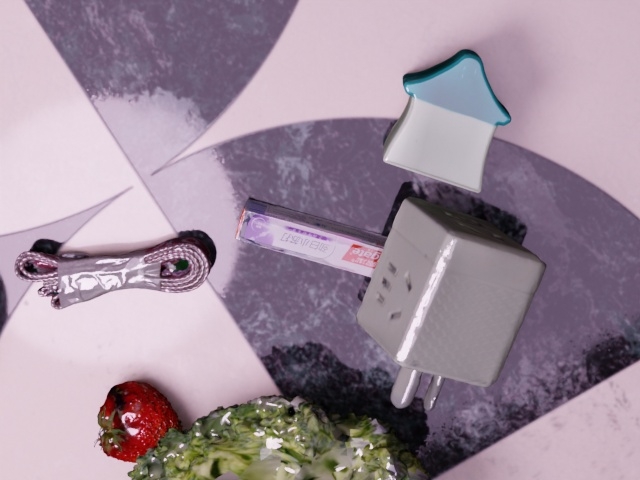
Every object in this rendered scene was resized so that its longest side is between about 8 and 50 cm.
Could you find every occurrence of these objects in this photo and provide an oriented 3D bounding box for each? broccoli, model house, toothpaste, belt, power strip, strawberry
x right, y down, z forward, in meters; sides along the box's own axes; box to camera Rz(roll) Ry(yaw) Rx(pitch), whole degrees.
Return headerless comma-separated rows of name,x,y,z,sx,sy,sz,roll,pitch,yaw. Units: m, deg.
broccoli,-0.047,0.346,1.732,0.375,0.302,0.249,-10,145,-4
model house,0.148,-0.145,1.705,0.127,0.100,0.149,19,104,-2
toothpaste,0.000,0.000,1.772,0.196,0.040,0.047,16,104,-1
belt,-0.244,0.038,1.782,0.232,0.053,0.071,-4,102,3
power strip,0.136,0.085,1.715,0.139,0.140,0.224,16,104,-27
strawberry,-0.216,0.218,1.800,0.106,0.106,0.106,0,101,2
